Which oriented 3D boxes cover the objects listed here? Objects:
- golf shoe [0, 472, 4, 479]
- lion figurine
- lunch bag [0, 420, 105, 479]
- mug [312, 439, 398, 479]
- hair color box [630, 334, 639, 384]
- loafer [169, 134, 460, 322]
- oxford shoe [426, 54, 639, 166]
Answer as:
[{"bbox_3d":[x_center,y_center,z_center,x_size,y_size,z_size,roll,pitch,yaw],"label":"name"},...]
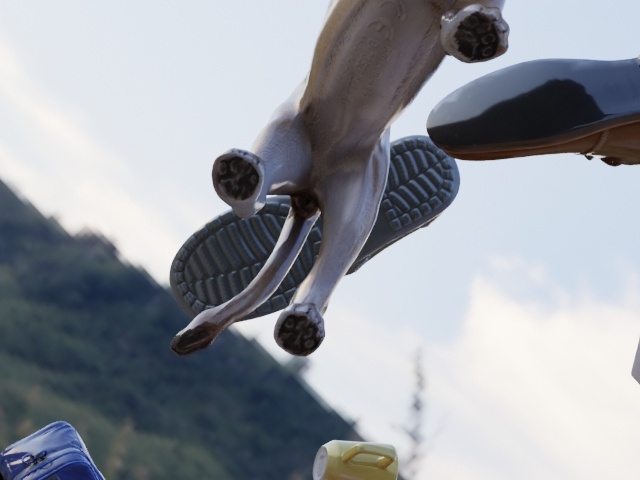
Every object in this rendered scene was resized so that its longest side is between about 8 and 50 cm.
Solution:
[{"bbox_3d":[-0.319,0.203,1.778,0.176,0.069,0.086,30,-30,-20],"label":"golf shoe"},{"bbox_3d":[0.039,-0.113,1.207,0.142,0.392,0.240,37,24,-7],"label":"lion figurine"},{"bbox_3d":[-0.196,0.190,1.486,0.065,0.067,0.098,51,-13,50],"label":"lunch bag"},{"bbox_3d":[0.031,0.201,1.771,0.064,0.078,0.062,14,25,-17],"label":"mug"},{"bbox_3d":[0.411,0.036,1.859,0.185,0.110,0.339,-128,-141,-48],"label":"hair color box"},{"bbox_3d":[0.000,0.000,1.591,0.087,0.251,0.094,43,25,-77],"label":"loafer"},{"bbox_3d":[0.174,-0.073,1.253,0.076,0.212,0.076,76,8,-46],"label":"oxford shoe"}]
